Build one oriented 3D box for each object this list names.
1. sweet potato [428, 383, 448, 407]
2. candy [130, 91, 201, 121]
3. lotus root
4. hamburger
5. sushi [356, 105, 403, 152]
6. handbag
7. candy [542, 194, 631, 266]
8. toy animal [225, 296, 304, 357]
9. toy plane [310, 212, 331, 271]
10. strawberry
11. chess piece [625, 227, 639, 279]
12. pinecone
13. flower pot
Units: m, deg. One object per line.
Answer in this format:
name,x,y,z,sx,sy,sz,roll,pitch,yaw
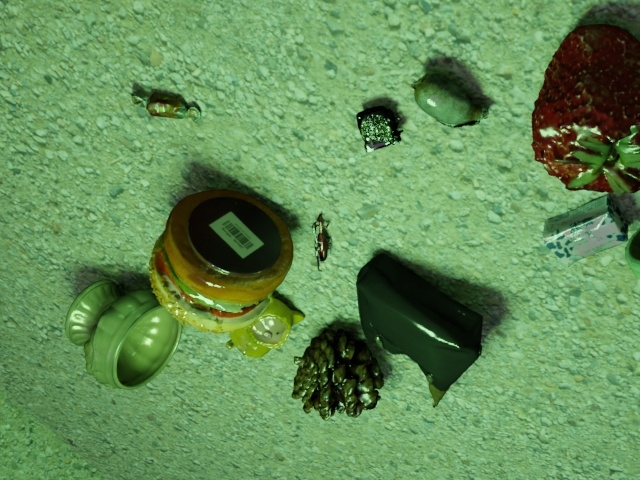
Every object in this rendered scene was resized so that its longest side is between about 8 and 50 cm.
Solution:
sweet potato,0.314,0.305,2.153,0.074,0.075,0.270,11,117,18
candy,-0.366,-0.311,1.954,0.182,0.046,0.053,15,136,11
lotus root,0.253,-0.272,1.658,0.165,0.088,0.088,27,137,-12
hamburger,-0.247,0.053,2.035,0.330,0.330,0.250,30,137,0
sushi,0.128,-0.240,1.766,0.084,0.056,0.083,-8,117,33
handbag,0.232,0.219,2.045,0.342,0.152,0.288,34,146,22
candy,0.551,-0.018,1.738,0.160,0.073,0.092,-28,115,41
toy animal,-0.165,0.240,2.294,0.156,0.156,0.230,42,124,-13
toy plane,0.000,0.000,2.043,0.037,0.060,0.145,9,117,20
strawberry,0.511,-0.224,1.495,0.261,0.258,0.261,7,152,4
chess piece,0.753,0.092,1.663,0.175,0.176,0.298,-28,114,41
pinecone,0.047,0.353,2.226,0.257,0.244,0.243,2,150,-37
flower pot,-0.577,0.259,2.411,0.244,0.307,0.308,26,138,26
